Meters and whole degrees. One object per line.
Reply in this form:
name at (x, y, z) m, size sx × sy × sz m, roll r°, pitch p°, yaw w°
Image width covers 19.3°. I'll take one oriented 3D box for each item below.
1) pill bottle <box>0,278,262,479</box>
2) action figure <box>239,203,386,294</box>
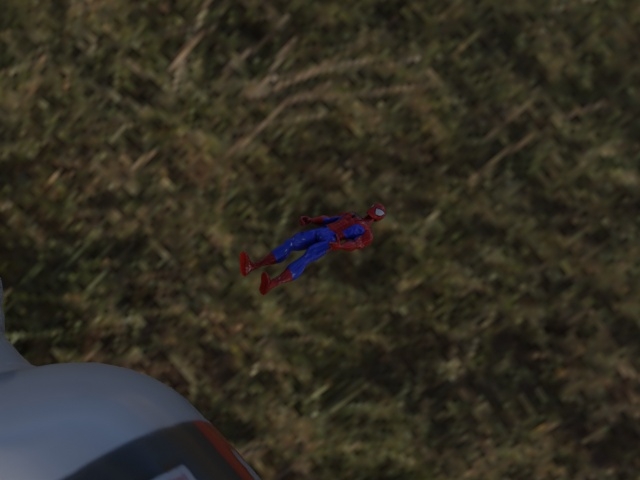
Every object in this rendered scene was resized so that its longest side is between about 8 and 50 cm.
pill bottle at (-0.064, 0.164, 0.489) m, size 0.363 × 0.210 × 0.210 m, roll 48°, pitch 46°, yaw 12°
action figure at (0.000, 0.000, 1.284) m, size 0.115 × 0.030 × 0.038 m, roll -25°, pitch 48°, yaw -33°
